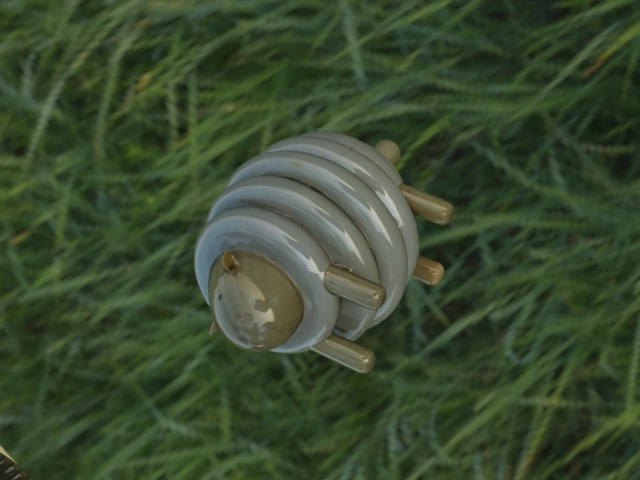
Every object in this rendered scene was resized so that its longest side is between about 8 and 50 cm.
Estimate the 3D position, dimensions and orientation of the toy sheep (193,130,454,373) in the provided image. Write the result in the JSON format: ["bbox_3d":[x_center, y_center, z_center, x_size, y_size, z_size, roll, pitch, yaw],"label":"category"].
[{"bbox_3d":[0.000,0.000,0.707,0.091,0.132,0.091,17,127,23],"label":"toy sheep"}]

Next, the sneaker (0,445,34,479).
[{"bbox_3d":[-0.298,0.158,1.289,0.146,0.122,0.330,26,148,49],"label":"sneaker"}]
